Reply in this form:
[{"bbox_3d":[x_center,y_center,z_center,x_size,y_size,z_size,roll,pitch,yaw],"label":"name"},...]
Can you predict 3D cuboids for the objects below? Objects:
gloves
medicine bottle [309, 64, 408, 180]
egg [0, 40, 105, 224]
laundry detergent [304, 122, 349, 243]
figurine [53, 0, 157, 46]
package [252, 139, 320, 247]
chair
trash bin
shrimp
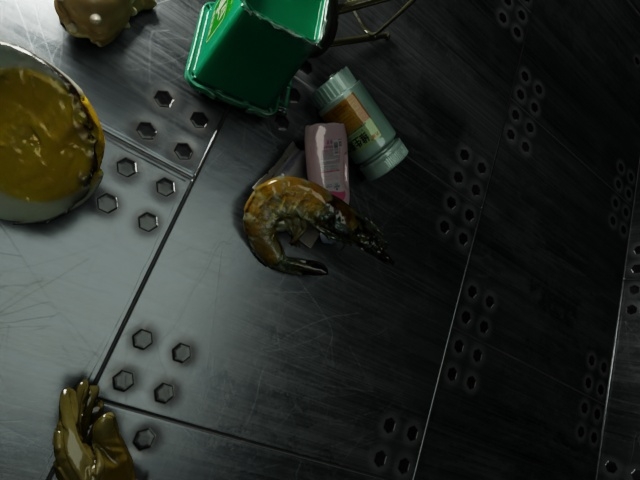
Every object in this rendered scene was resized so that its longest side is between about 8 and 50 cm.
[{"bbox_3d":[-0.468,0.452,0.894,0.141,0.154,0.332,-29,106,-30],"label":"gloves"},{"bbox_3d":[0.115,-0.351,1.308,0.158,0.158,0.318,-45,106,-26],"label":"medicine bottle"},{"bbox_3d":[-0.594,-0.210,0.868,0.336,0.201,0.338,-4,106,-14],"label":"egg"},{"bbox_3d":[0.027,-0.160,1.231,0.158,0.087,0.336,-17,107,-44],"label":"laundry detergent"},{"bbox_3d":[-0.495,-0.569,0.982,0.177,0.173,0.247,50,65,-15],"label":"figurine"},{"bbox_3d":[-0.061,-0.132,1.247,0.251,0.062,0.204,49,63,-30],"label":"package"},{"bbox_3d":[0.071,-0.748,1.225,0.410,0.361,0.365,-36,102,-24],"label":"chair"},{"bbox_3d":[-0.136,-0.487,1.054,0.294,0.381,0.260,16,78,-27],"label":"trash bin"},{"bbox_3d":[0.000,0.000,1.174,0.444,0.085,0.272,23,108,-14],"label":"shrimp"}]
